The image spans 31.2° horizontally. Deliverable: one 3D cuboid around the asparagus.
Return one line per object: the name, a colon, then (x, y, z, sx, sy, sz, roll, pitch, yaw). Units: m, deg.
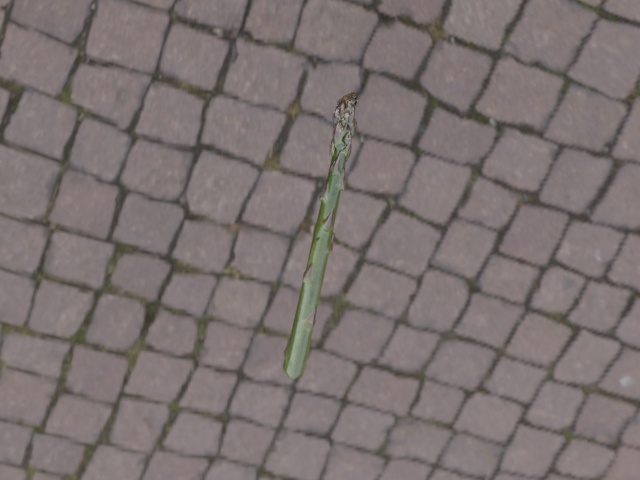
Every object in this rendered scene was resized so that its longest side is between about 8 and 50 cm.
asparagus: (0.000, 0.000, 0.939, 0.025, 0.024, 0.249, 22, 112, 28)
